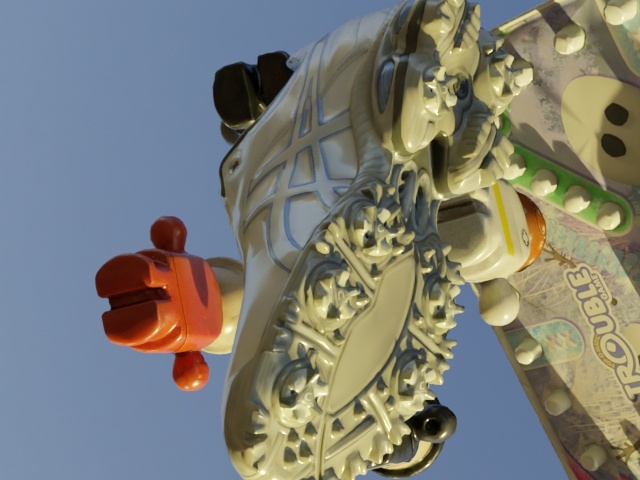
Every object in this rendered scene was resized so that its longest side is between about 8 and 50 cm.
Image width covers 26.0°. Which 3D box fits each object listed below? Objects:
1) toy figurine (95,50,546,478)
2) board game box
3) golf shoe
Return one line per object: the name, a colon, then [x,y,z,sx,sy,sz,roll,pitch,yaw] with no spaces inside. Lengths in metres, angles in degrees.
toy figurine: [0.008,0.015,0.777,0.213,0.148,0.209,32,-83,21]
board game box: [0.233,0.033,0.754,0.390,0.050,0.390,-22,-82,48]
golf shoe: [0.000,0.000,0.426,0.086,0.176,0.069,-4,-43,37]
